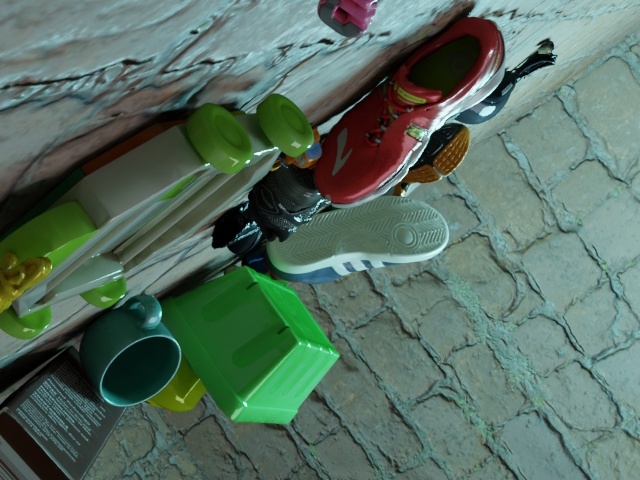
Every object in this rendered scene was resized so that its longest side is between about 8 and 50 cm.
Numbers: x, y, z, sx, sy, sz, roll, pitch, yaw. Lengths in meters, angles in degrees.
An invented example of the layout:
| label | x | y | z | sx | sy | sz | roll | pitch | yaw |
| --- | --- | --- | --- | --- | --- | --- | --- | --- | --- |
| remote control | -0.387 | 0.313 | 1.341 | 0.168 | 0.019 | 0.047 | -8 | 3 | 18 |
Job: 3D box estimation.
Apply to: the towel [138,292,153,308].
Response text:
| label | x | y | z | sx | sy | sz | roll | pitch | yaw |
| --- | --- | --- | --- | --- | --- | --- | --- | --- | --- |
| towel | -0.310 | 0.125 | 1.670 | 0.113 | 0.023 | 0.152 | -31 | 177 | -17 |

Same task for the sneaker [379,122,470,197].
| label | x | y | z | sx | sy | sz | roll | pitch | yaw |
| --- | --- | --- | --- | --- | --- | --- | --- | --- | --- |
| sneaker | 0.177 | -0.149 | 2.034 | 0.262 | 0.099 | 0.121 | -35 | -168 | 32 |

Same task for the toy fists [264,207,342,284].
| label | x | y | z | sx | sy | sz | roll | pitch | yaw |
| --- | --- | --- | --- | --- | --- | --- | --- | --- | --- |
| toy fists | 0.000 | 0.000 | 2.203 | 0.279 | 0.096 | 0.142 | -33 | 169 | -13 |

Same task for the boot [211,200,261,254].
| label | x | y | z | sx | sy | sz | roll | pitch | yaw |
| --- | --- | --- | --- | --- | --- | --- | --- | --- | --- |
| boot | -0.114 | -0.011 | 1.475 | 0.121 | 0.045 | 0.099 | -47 | 172 | 35 |

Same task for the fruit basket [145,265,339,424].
| label | x | y | z | sx | sy | sz | roll | pitch | yaw |
| --- | --- | --- | --- | --- | --- | --- | --- | --- | --- |
| fruit basket | -0.194 | 0.221 | 1.923 | 0.392 | 0.283 | 0.392 | -33 | 163 | -12 |

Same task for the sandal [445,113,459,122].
| label | x | y | z | sx | sy | sz | roll | pitch | yaw |
| --- | --- | --- | --- | --- | --- | --- | --- | --- | --- |
| sandal | 0.114 | -0.167 | 1.478 | 0.090 | 0.060 | 0.219 | -28 | -171 | -12 |

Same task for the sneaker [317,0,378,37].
| label | x | y | z | sx | sy | sz | roll | pitch | yaw |
| --- | --- | --- | --- | --- | --- | --- | --- | --- | --- |
| sneaker | 0.041 | -0.191 | 0.736 | 0.119 | 0.047 | 0.057 | -39 | -164 | 52 |

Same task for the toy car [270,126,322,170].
| label | x | y | z | sx | sy | sz | roll | pitch | yaw |
| --- | --- | --- | --- | --- | --- | --- | --- | --- | --- |
| toy car | -0.039 | -0.089 | 1.208 | 0.060 | 0.040 | 0.122 | -38 | 175 | 39 |

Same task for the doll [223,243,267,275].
| label | x | y | z | sx | sy | sz | roll | pitch | yaw |
| --- | --- | --- | --- | --- | --- | --- | --- | --- | --- |
| doll | -0.102 | 0.035 | 2.049 | 0.189 | 0.046 | 0.129 | -30 | 158 | -31 |

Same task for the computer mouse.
| label | x | y | z | sx | sy | sz | roll | pitch | yaw |
| --- | --- | --- | --- | --- | --- | --- | --- | --- | --- |
| computer mouse | 0.340 | -0.277 | 1.945 | 0.184 | 0.060 | 0.262 | -37 | 176 | 33 |

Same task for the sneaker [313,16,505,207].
| label | x | y | z | sx | sy | sz | roll | pitch | yaw |
| --- | --- | --- | --- | --- | --- | --- | --- | --- | --- |
| sneaker | 0.091 | -0.154 | 1.228 | 0.279 | 0.107 | 0.118 | -45 | 167 | 4 |

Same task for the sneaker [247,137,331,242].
| label | x | y | z | sx | sy | sz | roll | pitch | yaw |
| --- | --- | --- | --- | --- | --- | --- | --- | --- | --- |
| sneaker | -0.011 | -0.069 | 1.379 | 0.130 | 0.087 | 0.227 | -36 | 173 | 35 |

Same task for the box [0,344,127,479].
| label | x | y | z | sx | sy | sz | roll | pitch | yaw |
| --- | --- | --- | --- | --- | --- | --- | --- | --- | --- |
| box | -0.396 | 0.280 | 1.455 | 0.191 | 0.143 | 0.381 | -41 | -176 | 2 |

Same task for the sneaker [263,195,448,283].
| label | x | y | z | sx | sy | sz | roll | pitch | yaw |
| --- | --- | --- | --- | --- | --- | --- | --- | --- | --- |
| sneaker | 0.059 | 0.008 | 1.999 | 0.350 | 0.131 | 0.148 | -5 | 160 | -17 |

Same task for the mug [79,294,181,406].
| label | x | y | z | sx | sy | sz | roll | pitch | yaw |
| --- | --- | --- | --- | --- | --- | --- | --- | --- | --- |
| mug | -0.271 | 0.148 | 1.560 | 0.157 | 0.097 | 0.129 | -47 | 142 | 1 |

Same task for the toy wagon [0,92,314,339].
| label | x | y | z | sx | sy | sz | roll | pitch | yaw |
| --- | --- | --- | --- | --- | --- | --- | --- | --- | --- |
| toy wagon | -0.159 | -0.019 | 0.877 | 0.267 | 0.068 | 0.344 | -37 | 175 | 24 |
